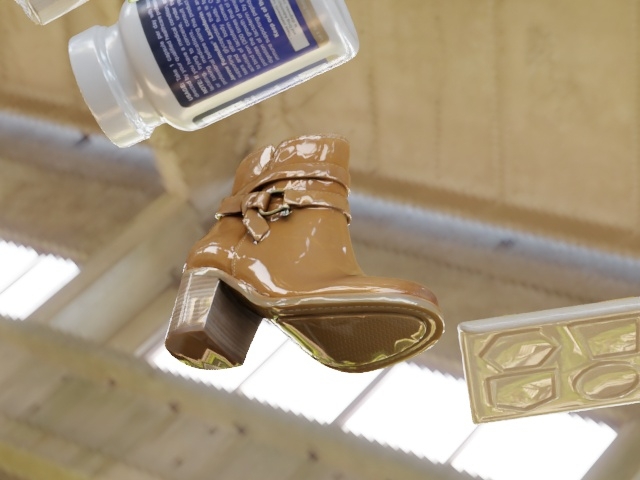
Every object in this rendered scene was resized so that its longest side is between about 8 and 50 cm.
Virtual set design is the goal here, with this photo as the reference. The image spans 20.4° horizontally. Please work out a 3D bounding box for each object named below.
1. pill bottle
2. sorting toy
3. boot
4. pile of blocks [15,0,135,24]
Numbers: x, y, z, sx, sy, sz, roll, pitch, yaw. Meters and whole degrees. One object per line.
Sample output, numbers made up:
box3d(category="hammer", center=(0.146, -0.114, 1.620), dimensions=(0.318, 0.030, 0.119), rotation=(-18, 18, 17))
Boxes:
box3d(category="pill bottle", center=(-0.108, -0.201, 1.789), dimensions=(0.153, 0.265, 0.153), rotation=(-24, 90, -82))
box3d(category="sorting toy", center=(0.234, 0.111, 1.718), dimensions=(0.193, 0.038, 0.208), rotation=(-8, -33, 4))
box3d(category="boot", center=(0.000, 0.000, 1.086), dimensions=(0.197, 0.152, 0.073), rotation=(-3, -38, 32))
box3d(category="pile of blocks", center=(-0.140, -0.306, 1.531), dimensions=(0.149, 0.362, 0.112), rotation=(29, -21, 17))
